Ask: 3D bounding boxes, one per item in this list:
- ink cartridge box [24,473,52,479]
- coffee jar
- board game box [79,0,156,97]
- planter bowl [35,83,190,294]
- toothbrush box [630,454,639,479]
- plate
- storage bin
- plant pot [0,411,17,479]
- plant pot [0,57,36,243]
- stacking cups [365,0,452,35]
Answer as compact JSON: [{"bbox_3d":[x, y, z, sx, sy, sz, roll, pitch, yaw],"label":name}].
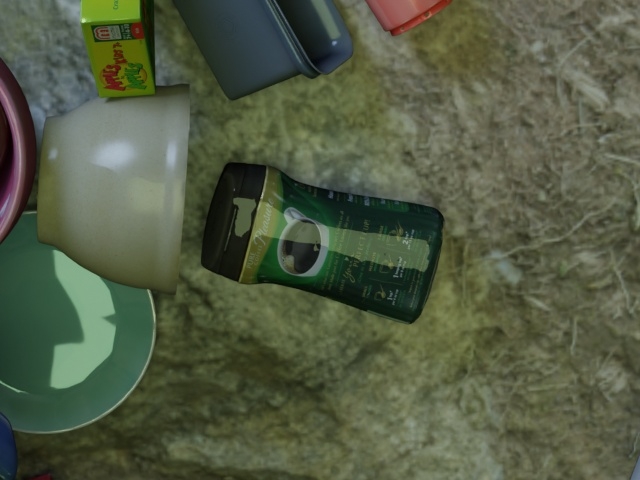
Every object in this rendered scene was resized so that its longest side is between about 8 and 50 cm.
[{"bbox_3d":[-0.336,0.306,1.157,0.273,0.197,0.114,-15,107,1],"label":"ink cartridge box"},{"bbox_3d":[0.000,0.000,1.177,0.184,0.079,0.096,15,103,-5],"label":"coffee jar"},{"bbox_3d":[-0.148,-0.206,1.081,0.043,0.092,0.181,-4,61,-1],"label":"board game box"},{"bbox_3d":[-0.158,-0.043,1.118,0.109,0.162,0.162,4,100,-7],"label":"planter bowl"},{"bbox_3d":[0.423,0.200,1.203,0.296,0.126,0.216,17,100,-5],"label":"toothbrush box"},{"bbox_3d":[-0.228,0.066,1.209,0.188,0.024,0.188,0,100,-3],"label":"plate"},{"bbox_3d":[-0.050,-0.180,1.145,0.091,0.098,0.135,-22,102,30],"label":"storage bin"},{"bbox_3d":[-0.365,0.142,1.005,0.212,0.236,0.236,-55,135,-16],"label":"plant pot"},{"bbox_3d":[-0.305,-0.074,1.102,0.201,0.180,0.201,0,100,-1],"label":"plant pot"},{"bbox_3d":[0.003,-0.307,1.116,0.096,0.096,0.316,-35,101,4],"label":"stacking cups"}]
